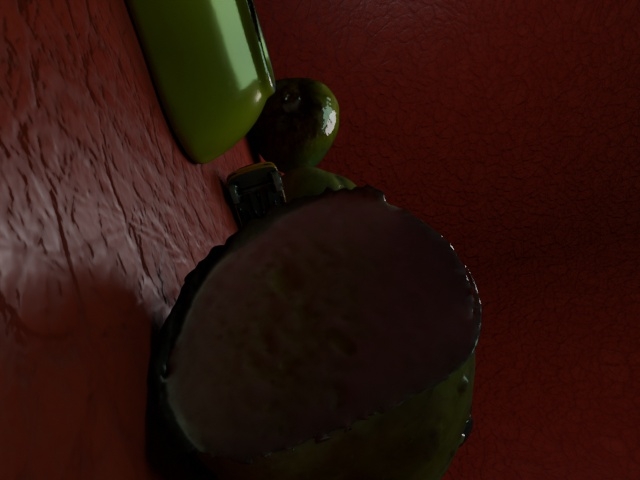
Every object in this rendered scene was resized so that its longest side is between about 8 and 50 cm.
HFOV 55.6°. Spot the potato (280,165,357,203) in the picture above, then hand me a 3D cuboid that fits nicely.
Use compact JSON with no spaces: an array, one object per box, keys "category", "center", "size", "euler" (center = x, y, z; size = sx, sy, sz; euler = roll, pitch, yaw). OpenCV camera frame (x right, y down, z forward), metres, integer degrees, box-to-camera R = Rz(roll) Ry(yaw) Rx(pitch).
[{"category":"potato","center":[-0.002,0.001,0.993],"size":[0.148,0.197,0.228],"euler":[-149,-106,-78]}]

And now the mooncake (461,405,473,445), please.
[{"category":"mooncake","center":[0.162,0.283,1.296],"size":[0.212,0.351,0.380],"euler":[-33,131,-43]}]

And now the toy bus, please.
[{"category":"toy bus","center":[-0.080,-0.039,0.837],"size":[0.074,0.070,0.162],"euler":[-115,-171,-53]}]

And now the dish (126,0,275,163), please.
[{"category":"dish","center":[-0.117,-0.223,0.651],"size":[0.221,0.109,0.262],"euler":[-101,176,-62]}]

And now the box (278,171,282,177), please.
[{"category":"box","center":[-0.061,-0.012,1.333],"size":[0.279,0.041,0.153],"euler":[69,8,-62]}]

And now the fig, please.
[{"category":"fig","center":[-0.052,-0.222,1.210],"size":[0.191,0.181,0.181],"euler":[98,-15,-47]}]

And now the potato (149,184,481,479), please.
[{"category":"potato","center":[0.007,0.132,0.475],"size":[0.266,0.230,0.229],"euler":[79,0,-46]}]
